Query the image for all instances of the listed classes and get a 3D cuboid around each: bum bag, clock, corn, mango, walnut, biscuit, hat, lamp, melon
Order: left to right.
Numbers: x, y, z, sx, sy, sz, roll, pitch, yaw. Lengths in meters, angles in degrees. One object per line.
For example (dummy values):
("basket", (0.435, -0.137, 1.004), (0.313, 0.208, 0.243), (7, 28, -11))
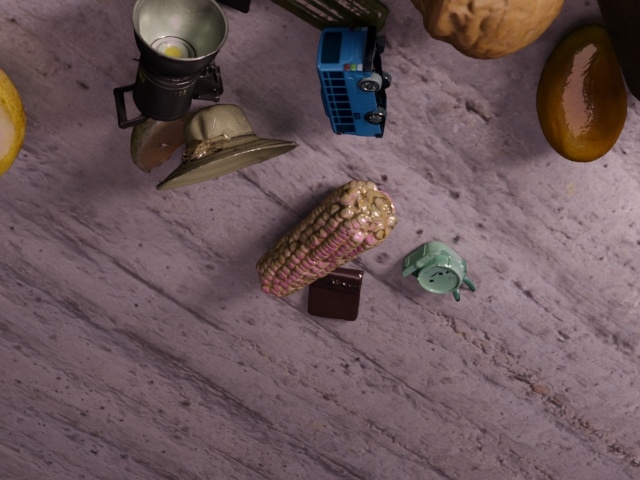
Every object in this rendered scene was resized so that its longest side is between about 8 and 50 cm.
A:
("melon", (-0.291, -0.177, 1.779), (0.098, 0.054, 0.182), (25, 138, -36))
("lamp", (-0.230, -0.274, 1.600), (0.172, 0.147, 0.227), (-5, 153, -19))
("hat", (-0.170, -0.172, 1.687), (0.252, 0.252, 0.110), (-18, 90, 29))
("biscuit", (-0.047, -0.387, 1.499), (0.322, 0.038, 0.099), (29, 132, -17))
("corn", (0.002, 0.002, 1.847), (0.126, 0.127, 0.335), (35, 136, -23))
("bum bag", (0.027, 0.107, 2.013), (0.109, 0.026, 0.159), (7, 137, 4))
("clock", (0.229, 0.061, 1.906), (0.135, 0.041, 0.101), (32, 134, -20))
("walnut", (0.219, -0.353, 1.355), (0.228, 0.228, 0.228), (6, 137, 6))
("mango", (0.397, -0.223, 1.531), (0.136, 0.099, 0.227), (2, 127, 12))

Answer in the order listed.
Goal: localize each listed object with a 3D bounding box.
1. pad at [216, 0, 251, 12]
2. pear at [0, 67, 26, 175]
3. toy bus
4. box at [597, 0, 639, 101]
("pad", (-0.148, -0.397, 1.488), (0.112, 0.003, 0.157), (22, 157, -3))
("pear", (-0.626, -0.199, 1.670), (0.271, 0.271, 0.271), (6, 137, 6))
("toy bus", (0.052, -0.242, 1.564), (0.106, 0.090, 0.185), (1, 151, 10))
("box", (0.486, -0.286, 1.356), (0.143, 0.184, 0.273), (-31, 128, 5))
